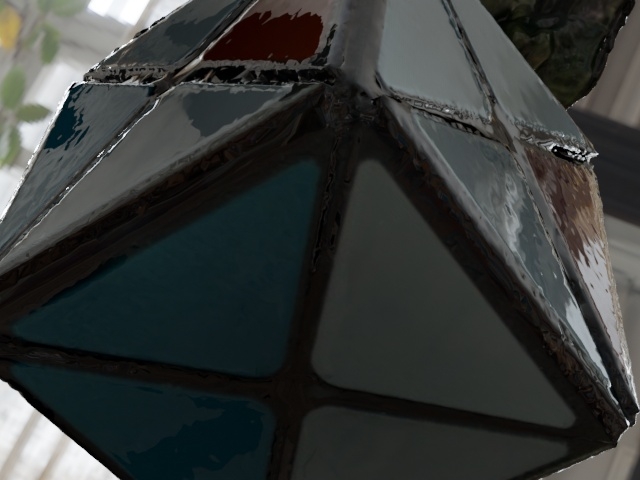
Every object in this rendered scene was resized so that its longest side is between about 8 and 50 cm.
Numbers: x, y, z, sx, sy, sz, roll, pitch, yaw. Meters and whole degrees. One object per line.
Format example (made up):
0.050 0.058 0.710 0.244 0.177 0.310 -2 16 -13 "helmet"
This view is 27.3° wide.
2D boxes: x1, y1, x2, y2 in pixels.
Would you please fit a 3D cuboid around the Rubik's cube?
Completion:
0.000 0.000 0.709 0.246 0.250 0.248 -30 -62 25 "Rubik's cube"

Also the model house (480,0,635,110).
0.092 -0.256 1.107 0.266 0.321 0.261 17 21 -35 "model house"
